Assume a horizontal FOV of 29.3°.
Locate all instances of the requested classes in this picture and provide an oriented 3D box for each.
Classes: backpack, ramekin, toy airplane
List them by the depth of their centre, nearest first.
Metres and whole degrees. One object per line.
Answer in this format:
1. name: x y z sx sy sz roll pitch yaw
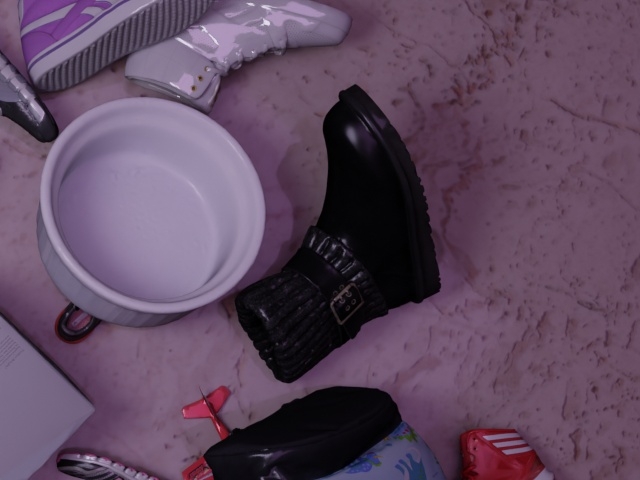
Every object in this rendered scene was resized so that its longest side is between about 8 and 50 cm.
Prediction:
1. backpack: 0.045 0.381 1.477 0.290 0.273 0.356 -15 102 -52
2. ramekin: -0.219 -0.026 1.516 0.277 0.135 0.277 9 67 -21
3. toy airplane: -0.126 0.256 1.594 0.151 0.028 0.151 1 83 -12

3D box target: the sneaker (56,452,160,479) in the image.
1. sneaker: -0.259 0.320 1.544 0.170 0.063 0.075 24 75 -12

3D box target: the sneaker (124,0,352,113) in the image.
1. sneaker: -0.112 -0.244 1.612 0.292 0.108 0.169 8 85 0

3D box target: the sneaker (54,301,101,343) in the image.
1. sneaker: -0.277 0.068 1.564 0.061 0.065 0.158 36 80 -5

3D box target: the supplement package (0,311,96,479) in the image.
1. supplement package: -0.419 0.182 1.447 0.194 0.149 0.203 -45 122 -12

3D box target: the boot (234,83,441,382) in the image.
1. boot: 0.002 0.003 1.527 0.260 0.131 0.348 -27 124 -13

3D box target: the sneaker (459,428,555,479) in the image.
1. sneaker: 0.195 0.333 1.631 0.221 0.087 0.128 -33 83 -24

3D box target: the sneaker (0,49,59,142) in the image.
1. sneaker: -0.444 -0.185 1.556 0.132 0.086 0.229 -40 83 -7

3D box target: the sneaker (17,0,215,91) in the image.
1. sneaker: -0.269 -0.316 1.538 0.282 0.102 0.161 -22 74 18
